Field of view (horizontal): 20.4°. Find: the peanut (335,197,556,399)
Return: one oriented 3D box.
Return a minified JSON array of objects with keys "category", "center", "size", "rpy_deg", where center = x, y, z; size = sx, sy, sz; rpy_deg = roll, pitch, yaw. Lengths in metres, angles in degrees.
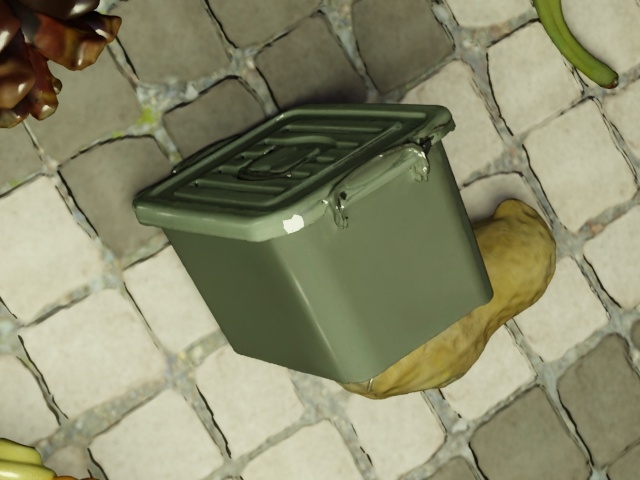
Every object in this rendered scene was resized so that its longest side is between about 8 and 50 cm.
[{"category":"peanut","center":[0.090,0.047,1.301],"size":[0.214,0.099,0.099],"rpy_deg":[-42,100,-26]}]

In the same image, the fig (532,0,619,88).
[{"category":"fig","center":[0.178,-0.226,1.373],"size":[0.149,0.149,0.245],"rpy_deg":[-22,112,-24]}]

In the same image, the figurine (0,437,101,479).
[{"category":"figurine","center":[-0.250,0.189,1.104],"size":[0.382,0.205,0.224],"rpy_deg":[43,72,8]}]

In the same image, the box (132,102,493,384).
[{"category":"box","center":[0.000,0.000,1.196],"size":[0.163,0.243,0.135],"rpy_deg":[-33,109,-24]}]

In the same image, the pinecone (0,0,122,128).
[{"category":"pinecone","center":[-0.233,-0.184,1.111],"size":[0.264,0.264,0.264],"rpy_deg":[3,83,-23]}]
